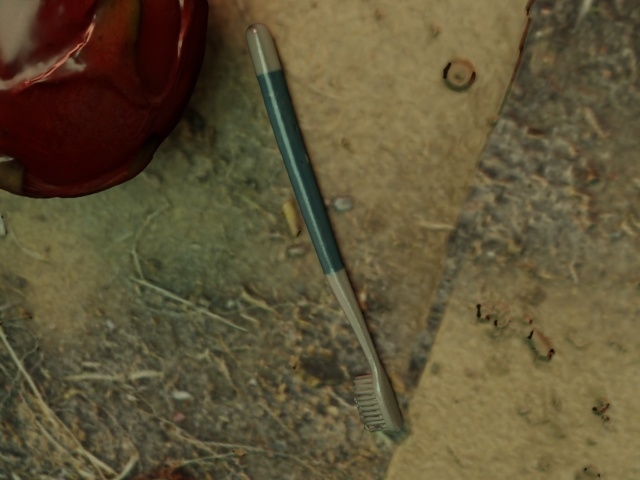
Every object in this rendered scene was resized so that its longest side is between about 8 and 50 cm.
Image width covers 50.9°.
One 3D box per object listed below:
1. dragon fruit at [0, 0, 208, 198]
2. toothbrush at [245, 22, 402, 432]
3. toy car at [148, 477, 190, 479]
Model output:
[{"bbox_3d":[-0.146,-0.111,0.360,0.172,0.172,0.209,46,125,0],"label":"dragon fruit"},{"bbox_3d":[0.000,0.000,0.429,0.025,0.019,0.276,-14,101,26],"label":"toothbrush"},{"bbox_3d":[-0.120,0.254,0.480,0.112,0.112,0.139,-24,98,20],"label":"toy car"}]
